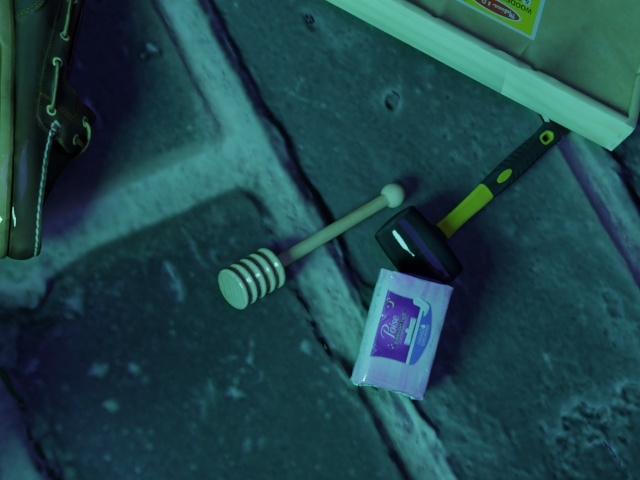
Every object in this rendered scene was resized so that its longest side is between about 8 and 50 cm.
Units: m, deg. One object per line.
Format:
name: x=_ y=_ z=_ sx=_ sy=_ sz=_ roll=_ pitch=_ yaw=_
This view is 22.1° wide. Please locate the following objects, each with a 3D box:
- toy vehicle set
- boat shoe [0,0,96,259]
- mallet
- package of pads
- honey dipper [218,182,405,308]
toy vehicle set: x=0.135 y=-0.199 z=1.247 sx=0.266 sy=0.035 sz=0.166 roll=27 pitch=58 yaw=-11
boat shoe: x=-0.181 y=-0.085 z=1.062 sx=0.073 sy=0.073 sz=0.207 roll=5 pitch=69 yaw=-18
mallet: x=0.109 y=-0.038 z=1.187 sx=0.062 sy=0.039 sz=0.190 roll=44 pitch=57 yaw=-5
package of pads: x=0.055 y=0.063 z=1.110 sx=0.050 sy=0.032 sz=0.083 roll=15 pitch=90 yaw=-14
honey dipper: x=0.000 y=0.000 z=1.131 sx=0.160 sy=0.030 sz=0.030 roll=-29 pitch=83 yaw=-31
